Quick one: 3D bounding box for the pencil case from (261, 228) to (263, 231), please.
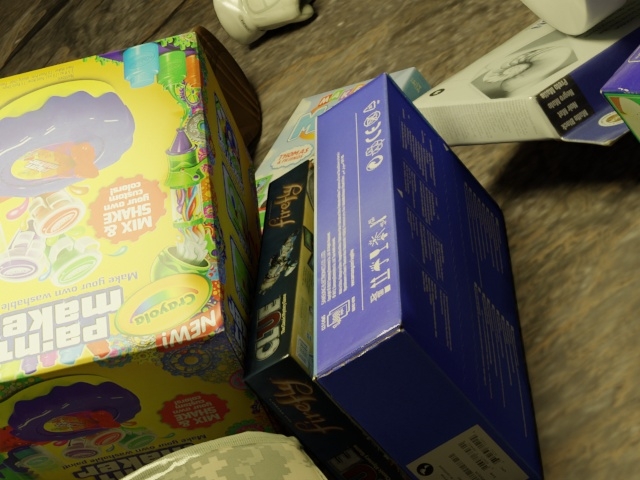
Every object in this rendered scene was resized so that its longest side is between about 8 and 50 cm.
[{"bbox_3d":[0.000,0.000,1.534,0.209,0.098,0.095,-44,26,-3],"label":"pencil case"}]

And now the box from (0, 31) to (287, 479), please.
[{"bbox_3d":[-0.196,0.031,1.348,0.290,0.177,0.279,-14,54,6],"label":"box"}]

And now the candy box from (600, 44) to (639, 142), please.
[{"bbox_3d":[0.382,-0.149,1.200,0.268,0.122,0.317,-48,21,-12],"label":"candy box"}]

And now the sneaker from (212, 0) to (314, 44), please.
[{"bbox_3d":[-0.018,-0.352,2.109,0.118,0.110,0.292,-6,50,38],"label":"sneaker"}]

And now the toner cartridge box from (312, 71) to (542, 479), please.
[{"bbox_3d":[0.071,0.031,1.315,0.075,0.165,0.348,-32,27,19],"label":"toner cartridge box"}]

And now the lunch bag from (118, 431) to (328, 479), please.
[{"bbox_3d":[-0.081,0.265,1.112,0.287,0.169,0.235,-26,38,-9],"label":"lunch bag"}]

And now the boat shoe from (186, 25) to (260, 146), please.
[{"bbox_3d":[-0.144,-0.100,1.863,0.123,0.123,0.342,-30,35,20],"label":"boat shoe"}]

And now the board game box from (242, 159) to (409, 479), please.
[{"bbox_3d":[0.017,0.070,1.326,0.042,0.165,0.243,-30,28,22],"label":"board game box"}]

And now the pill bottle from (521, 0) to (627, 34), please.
[{"bbox_3d":[0.316,-0.349,1.439,0.408,0.229,0.229,-36,25,-8],"label":"pill bottle"}]

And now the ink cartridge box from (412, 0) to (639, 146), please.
[{"bbox_3d":[0.216,-0.142,1.448,0.223,0.045,0.224,-34,21,-31],"label":"ink cartridge box"}]

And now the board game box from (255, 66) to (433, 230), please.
[{"bbox_3d":[0.000,-0.066,1.701,0.160,0.039,0.211,-12,38,46],"label":"board game box"}]
